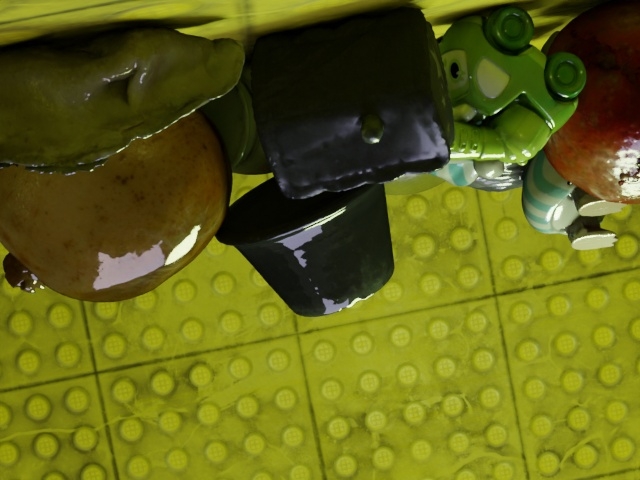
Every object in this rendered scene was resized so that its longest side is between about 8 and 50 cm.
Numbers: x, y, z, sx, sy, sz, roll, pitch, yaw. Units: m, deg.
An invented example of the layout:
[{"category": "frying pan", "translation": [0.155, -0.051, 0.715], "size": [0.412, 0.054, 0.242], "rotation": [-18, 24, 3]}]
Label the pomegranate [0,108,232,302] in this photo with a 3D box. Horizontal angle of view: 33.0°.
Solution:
[{"category": "pomegranate", "translation": [-0.238, -0.066, 1.248], "size": [0.307, 0.307, 0.307], "rotation": [-11, -176, 1]}]

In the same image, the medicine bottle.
[{"category": "medicine bottle", "translation": [-0.099, -0.156, 1.390], "size": [0.147, 0.147, 0.143], "rotation": [-7, -177, 42]}]

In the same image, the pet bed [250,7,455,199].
[{"category": "pet bed", "translation": [0.033, -0.149, 1.187], "size": [0.210, 0.183, 0.159], "rotation": [-9, -172, 15]}]

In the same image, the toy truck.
[{"category": "toy truck", "translation": [0.226, -0.175, 1.373], "size": [0.187, 0.211, 0.148], "rotation": [20, 172, -15]}]

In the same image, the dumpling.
[{"category": "dumpling", "translation": [-0.229, -0.135, 0.957], "size": [0.332, 0.086, 0.166], "rotation": [-11, -144, -3]}]

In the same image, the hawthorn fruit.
[{"category": "hawthorn fruit", "translation": [0.439, -0.203, 1.492], "size": [0.315, 0.316, 0.316], "rotation": [-11, -176, 1]}]

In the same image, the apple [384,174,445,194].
[{"category": "apple", "translation": [0.156, -0.201, 2.010], "size": [0.295, 0.233, 0.258], "rotation": [-10, -174, 13]}]

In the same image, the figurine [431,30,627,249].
[{"category": "figurine", "translation": [0.252, -0.135, 1.758], "size": [0.377, 0.361, 0.266], "rotation": [-14, 147, 1]}]

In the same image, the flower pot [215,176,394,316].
[{"category": "flower pot", "translation": [0.000, 0.000, 1.339], "size": [0.235, 0.148, 0.235], "rotation": [-21, -160, 8]}]

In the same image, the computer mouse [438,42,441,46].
[{"category": "computer mouse", "translation": [0.221, -0.280, 1.583], "size": [0.102, 0.045, 0.199], "rotation": [-12, -177, -6]}]
